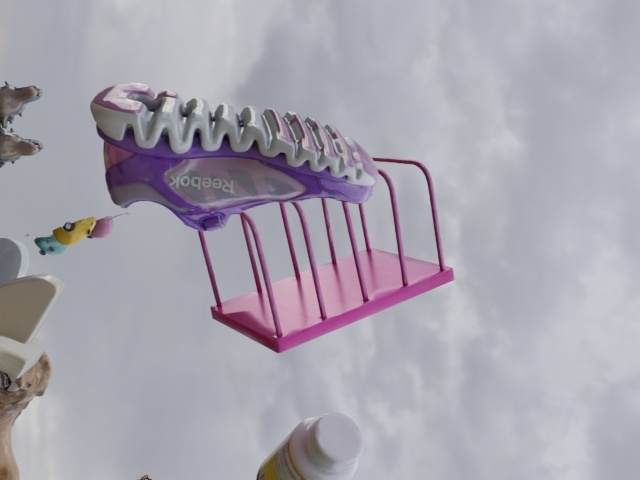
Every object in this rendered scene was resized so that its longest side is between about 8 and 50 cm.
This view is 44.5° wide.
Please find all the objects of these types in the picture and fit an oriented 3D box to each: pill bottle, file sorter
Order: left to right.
[{"bbox_3d":[-0.016,0.360,1.260,0.215,0.117,0.117,-54,-140,44],"label":"pill bottle"},{"bbox_3d":[0.000,0.000,1.089,0.202,0.291,0.182,14,-61,57],"label":"file sorter"}]

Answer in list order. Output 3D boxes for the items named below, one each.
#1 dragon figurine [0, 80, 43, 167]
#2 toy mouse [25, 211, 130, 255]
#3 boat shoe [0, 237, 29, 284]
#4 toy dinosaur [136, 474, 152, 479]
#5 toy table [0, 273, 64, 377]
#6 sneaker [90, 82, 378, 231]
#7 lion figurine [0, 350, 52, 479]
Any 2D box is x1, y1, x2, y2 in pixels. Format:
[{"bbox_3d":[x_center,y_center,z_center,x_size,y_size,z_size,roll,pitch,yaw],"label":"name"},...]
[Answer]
[{"bbox_3d":[-0.364,-0.073,0.647,0.144,0.289,0.085,2,-70,65],"label":"dragon figurine"},{"bbox_3d":[-0.366,-0.005,1.173,0.143,0.161,0.031,-21,-90,60],"label":"toy mouse"},{"bbox_3d":[-0.406,0.091,0.938,0.078,0.070,0.219,38,-81,18],"label":"boat shoe"},{"bbox_3d":[-0.339,0.502,1.203,0.218,0.164,0.322,45,-45,46],"label":"toy dinosaur"},{"bbox_3d":[-0.397,0.114,0.804,0.274,0.161,0.252,-56,-175,18],"label":"toy table"},{"bbox_3d":[-0.072,-0.055,0.648,0.095,0.236,0.104,-100,-158,-64],"label":"sneaker"},{"bbox_3d":[-0.605,0.368,1.403,0.142,0.240,0.392,38,-53,50],"label":"lion figurine"}]
